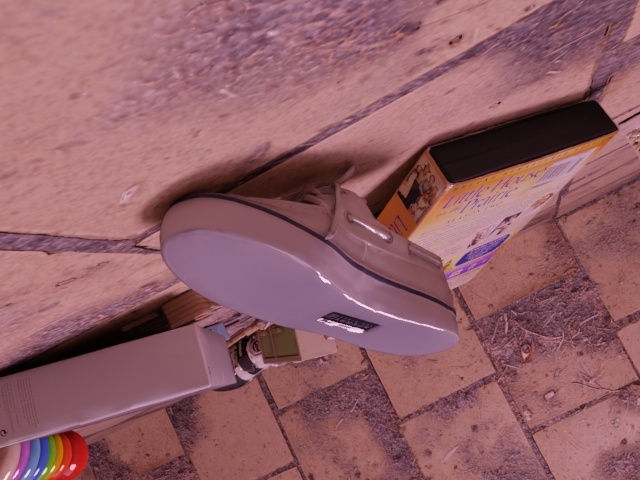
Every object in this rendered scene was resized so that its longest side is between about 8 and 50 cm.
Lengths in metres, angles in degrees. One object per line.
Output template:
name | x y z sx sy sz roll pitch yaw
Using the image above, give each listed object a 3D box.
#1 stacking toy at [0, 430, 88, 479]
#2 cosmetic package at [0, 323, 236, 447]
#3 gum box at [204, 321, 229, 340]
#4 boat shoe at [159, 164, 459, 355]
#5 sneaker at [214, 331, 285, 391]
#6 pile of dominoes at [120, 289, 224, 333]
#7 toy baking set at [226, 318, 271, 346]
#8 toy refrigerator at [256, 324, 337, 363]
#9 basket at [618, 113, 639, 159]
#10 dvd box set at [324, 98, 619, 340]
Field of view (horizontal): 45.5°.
stacking toy | -0.462 0.333 1.202 0.141 0.141 0.330 -26 162 2
cosmetic package | -0.290 0.217 1.165 0.284 0.097 0.377 -13 171 -4
gum box | -0.294 0.227 1.496 0.184 0.041 0.157 -18 168 -43
boat shoe | 0.007 -0.002 0.755 0.367 0.156 0.136 22 145 -37
sneaker | -0.174 0.291 2.015 0.331 0.122 0.146 -24 153 0
pile of dominoes | -0.163 0.104 1.164 0.196 0.040 0.251 -28 170 14
toy baking set | -0.115 0.169 1.566 0.256 0.030 0.197 -35 180 19
toy refrigerator | -0.065 0.221 1.729 0.094 0.102 0.269 -11 175 -23
basket | 0.640 -0.202 1.366 0.167 0.103 0.113 -31 170 27
dvd box set | 0.185 -0.016 1.079 0.308 0.062 0.420 -20 158 -30
